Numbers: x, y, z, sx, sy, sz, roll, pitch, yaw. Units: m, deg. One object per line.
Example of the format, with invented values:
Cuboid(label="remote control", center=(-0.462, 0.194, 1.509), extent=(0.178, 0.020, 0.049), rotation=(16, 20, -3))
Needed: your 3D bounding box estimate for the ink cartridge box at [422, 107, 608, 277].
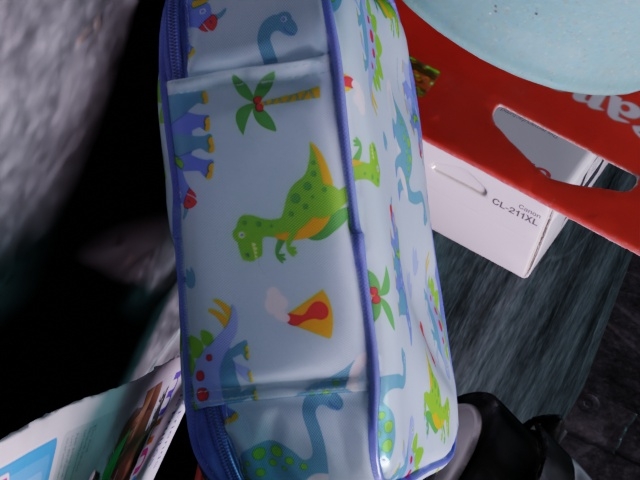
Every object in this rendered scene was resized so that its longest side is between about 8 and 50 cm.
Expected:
Cuboid(label="ink cartridge box", center=(0.123, -0.074, 1.053), extent=(0.175, 0.127, 0.072), rotation=(-48, 161, -42))

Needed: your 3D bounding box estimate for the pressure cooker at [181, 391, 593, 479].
Cuboid(label="pressure cooker", center=(0.064, 0.293, 0.978), extent=(0.375, 0.420, 0.370), rotation=(-42, -175, -1))

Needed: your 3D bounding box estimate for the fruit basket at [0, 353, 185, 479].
Cuboid(label="fruit basket", center=(-0.125, 0.208, 0.633), extent=(0.327, 0.165, 0.353), rotation=(-66, 170, 3))

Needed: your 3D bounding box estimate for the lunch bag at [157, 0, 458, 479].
Cuboid(label="lunch bag", center=(0.000, 0.000, 0.682), extent=(0.176, 0.090, 0.219), rotation=(-1, 84, -74))

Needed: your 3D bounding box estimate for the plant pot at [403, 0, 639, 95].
Cuboid(label="plant pot", center=(0.141, -0.211, 0.677), extent=(0.271, 0.271, 0.255), rotation=(-46, 172, -48))

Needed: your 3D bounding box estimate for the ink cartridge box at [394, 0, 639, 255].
Cuboid(label="ink cartridge box", center=(0.164, -0.113, 0.836), extent=(0.239, 0.275, 0.060), rotation=(-52, 165, -38))

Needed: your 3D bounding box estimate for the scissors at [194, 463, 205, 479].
Cuboid(label="scissors", center=(-0.051, 0.093, 0.769), extent=(0.297, 0.021, 0.109), rotation=(-88, -166, -48))
